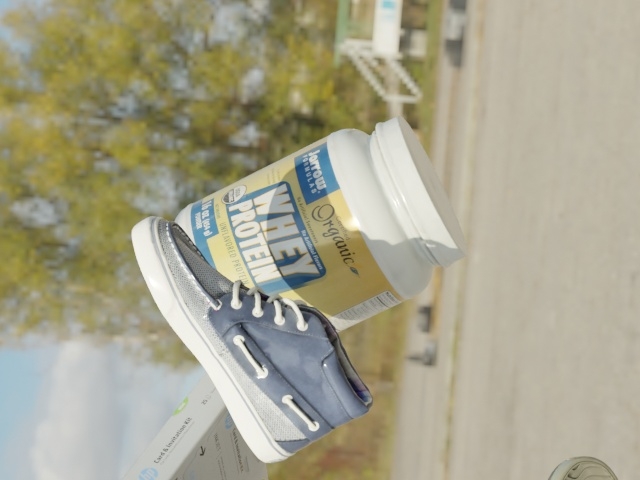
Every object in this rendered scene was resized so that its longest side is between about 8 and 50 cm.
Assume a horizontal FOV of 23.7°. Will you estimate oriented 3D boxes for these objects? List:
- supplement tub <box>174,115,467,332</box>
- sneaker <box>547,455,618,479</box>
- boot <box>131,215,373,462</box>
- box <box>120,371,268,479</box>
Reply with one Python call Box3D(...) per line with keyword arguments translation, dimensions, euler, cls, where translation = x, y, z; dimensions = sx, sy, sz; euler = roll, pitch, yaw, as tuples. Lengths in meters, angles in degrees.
Box3D(translation=(0.000, 0.000, 1.195), dimensions=(0.144, 0.199, 0.144), euler=(60, -168, -21), cls="supplement tub")
Box3D(translation=(0.170, 0.272, 1.148), dimensions=(0.118, 0.083, 0.222), euler=(167, 109, -69), cls="sneaker")
Box3D(translation=(-0.044, 0.052, 1.019), dimensions=(0.190, 0.086, 0.069), euler=(58, -165, -11), cls="boot")
Box3D(translation=(-0.102, 0.203, 1.108), dimensions=(0.186, 0.038, 0.145), euler=(-52, -33, -40), cls="box")
